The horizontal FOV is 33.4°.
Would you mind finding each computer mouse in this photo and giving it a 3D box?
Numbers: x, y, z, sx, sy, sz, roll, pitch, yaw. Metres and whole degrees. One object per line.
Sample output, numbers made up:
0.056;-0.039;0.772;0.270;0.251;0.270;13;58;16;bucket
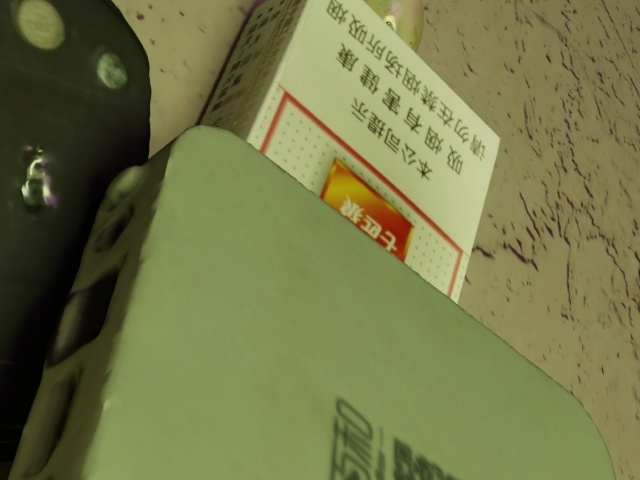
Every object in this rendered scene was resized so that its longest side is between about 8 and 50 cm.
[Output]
-0.178;-0.019;0.564;0.170;0.100;0.269;15;70;-45;computer mouse

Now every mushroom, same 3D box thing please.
0.050;-0.178;0.866;0.083;0.068;0.083;16;90;-74;mushroom

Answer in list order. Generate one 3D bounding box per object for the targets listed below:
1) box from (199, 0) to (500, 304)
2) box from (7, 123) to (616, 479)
0.000;0.000;0.739;0.210;0.095;0.330;40;53;-27;box
0.023;0.158;0.516;0.373;0.090;0.367;36;35;-25;box
